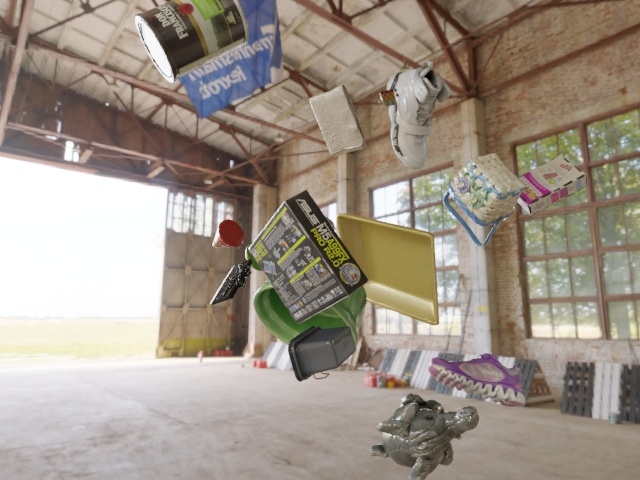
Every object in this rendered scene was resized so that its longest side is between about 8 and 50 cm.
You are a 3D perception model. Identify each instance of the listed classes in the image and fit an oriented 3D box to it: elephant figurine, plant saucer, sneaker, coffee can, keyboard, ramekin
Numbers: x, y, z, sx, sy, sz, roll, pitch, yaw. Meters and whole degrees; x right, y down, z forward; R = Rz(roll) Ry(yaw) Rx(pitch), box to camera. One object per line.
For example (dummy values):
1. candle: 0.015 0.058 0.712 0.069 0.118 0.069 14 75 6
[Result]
1. elephant figurine: 0.197 0.388 0.887 0.169 0.186 0.239 17 -12 15
2. plant saucer: 0.222 0.069 1.367 0.332 0.333 0.081 16 42 38
3. sneaker: 0.385 0.323 1.092 0.236 0.105 0.095 17 -24 5
4. coffee can: -0.390 -0.642 1.368 0.275 0.202 0.201 -36 1 -19
5. sneaker: 0.357 -0.449 1.600 0.137 0.366 0.210 -10 1 -28
6. keyboard: -0.239 0.098 1.224 0.100 0.038 0.192 -20 24 19
7. ramekin: -0.019 0.176 1.230 0.303 0.148 0.304 17 -41 16

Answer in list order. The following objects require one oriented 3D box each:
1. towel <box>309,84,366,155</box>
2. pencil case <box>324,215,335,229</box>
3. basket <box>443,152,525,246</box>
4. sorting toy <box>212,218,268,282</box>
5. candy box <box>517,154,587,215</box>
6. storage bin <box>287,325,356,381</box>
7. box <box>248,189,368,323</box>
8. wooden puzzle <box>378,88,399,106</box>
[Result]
1. towel: 0.075 -0.511 1.929 0.187 0.282 0.049 -8 28 37
2. pencil case: 0.000 0.000 1.559 0.104 0.105 0.236 -1 28 5
3. basket: 0.572 -0.153 1.618 0.200 0.255 0.289 -19 -33 -21
4. sorting toy: -0.303 0.072 1.818 0.126 0.127 0.365 -30 -61 34
5. candy box: 0.886 -0.218 1.747 0.233 0.159 0.071 -29 -50 10
6. storage bin: 0.012 0.227 0.903 0.091 0.098 0.135 -17 -1 27
7. box: -0.039 0.048 0.943 0.060 0.216 0.270 -30 -7 -32
8. wooden puzzle: 0.213 -0.447 1.396 0.083 0.050 0.006 -19 1 -23
